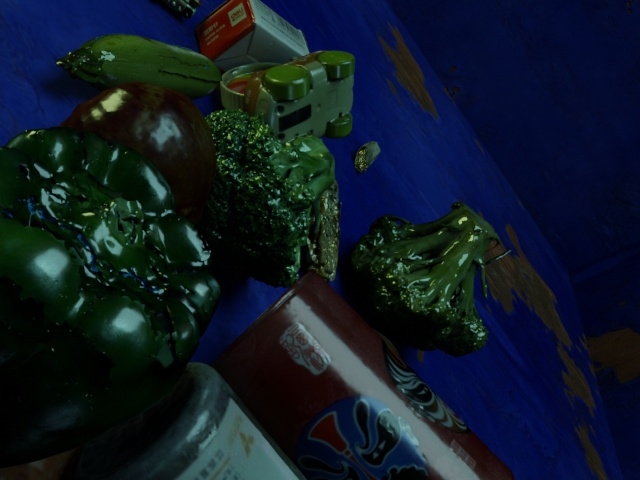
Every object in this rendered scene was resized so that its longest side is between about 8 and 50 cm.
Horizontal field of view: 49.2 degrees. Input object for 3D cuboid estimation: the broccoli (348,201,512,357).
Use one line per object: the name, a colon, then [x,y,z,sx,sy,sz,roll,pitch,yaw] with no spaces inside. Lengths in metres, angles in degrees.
broccoli: [0.217,0.074,1.318,0.303,0.283,0.321,29,20,-32]

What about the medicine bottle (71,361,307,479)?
medicine bottle: [-0.091,0.265,0.672,0.273,0.165,0.165,55,26,-19]

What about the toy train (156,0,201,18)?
toy train: [-0.299,-0.464,1.177,0.249,0.053,0.085,33,45,-46]

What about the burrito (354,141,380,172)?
burrito: [0.112,-0.206,1.681,0.055,0.041,0.149,69,23,-14]

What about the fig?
fig: [-0.209,-0.076,0.793,0.205,0.205,0.205,43,31,-33]

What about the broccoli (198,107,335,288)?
broccoli: [-0.086,-0.065,0.958,0.241,0.269,0.261,-21,56,-32]

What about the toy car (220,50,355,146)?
toy car: [-0.067,-0.259,1.216,0.235,0.234,0.145,-79,172,-54]

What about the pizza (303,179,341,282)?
pizza: [-0.001,-0.001,1.218,0.154,0.069,0.194,94,1,-49]

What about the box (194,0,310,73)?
box: [-0.123,-0.366,1.307,0.182,0.133,0.099,18,49,-53]

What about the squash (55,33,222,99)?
squash: [-0.254,-0.244,0.983,0.095,0.094,0.341,62,26,4]

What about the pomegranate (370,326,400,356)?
pomegranate: [0.039,0.213,1.001,0.159,0.159,0.205,3,90,-61]

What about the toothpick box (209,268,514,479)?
toothpick box: [0.036,0.220,0.822,0.333,0.204,0.204,45,25,4]

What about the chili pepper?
chili pepper: [-0.227,0.052,0.541,0.233,0.256,0.248,56,24,1]
